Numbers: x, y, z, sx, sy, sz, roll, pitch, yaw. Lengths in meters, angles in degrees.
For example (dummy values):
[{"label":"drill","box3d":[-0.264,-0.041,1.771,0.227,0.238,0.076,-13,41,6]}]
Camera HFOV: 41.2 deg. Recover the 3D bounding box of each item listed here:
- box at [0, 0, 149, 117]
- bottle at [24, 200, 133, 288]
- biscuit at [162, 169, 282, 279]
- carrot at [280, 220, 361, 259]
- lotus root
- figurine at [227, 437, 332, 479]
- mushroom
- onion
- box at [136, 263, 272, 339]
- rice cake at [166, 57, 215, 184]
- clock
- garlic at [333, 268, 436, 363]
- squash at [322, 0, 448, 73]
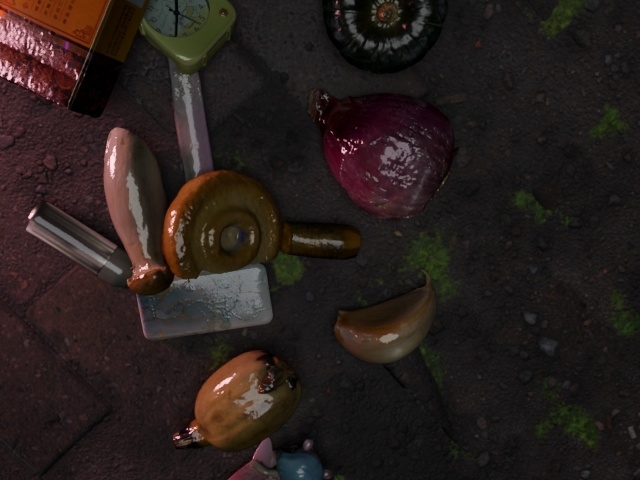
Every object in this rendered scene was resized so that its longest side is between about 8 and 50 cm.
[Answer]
[{"label":"box","box3d":[-0.476,-0.473,1.644,0.264,0.116,0.415,26,98,18]},{"label":"bottle","box3d":[-0.496,0.006,1.800,0.254,0.079,0.096,34,73,-8]},{"label":"biscuit","box3d":[-0.199,-0.037,1.742,0.274,0.091,0.213,-19,105,-34]},{"label":"carrot","box3d":[0.000,0.000,1.828,0.173,0.082,0.082,2,100,-7]},{"label":"lotus root","box3d":[-0.184,0.365,1.840,0.310,0.183,0.183,-38,100,5]},{"label":"figurine","box3d":[-0.100,0.560,1.913,0.260,0.103,0.205,-25,99,11]},{"label":"mushroom","box3d":[-0.375,-0.060,1.753,0.128,0.128,0.350,-11,86,-2]},{"label":"onion","box3d":[0.119,-0.196,1.762,0.349,0.159,0.267,28,94,-9]},{"label":"box","box3d":[-0.252,0.131,1.856,0.285,0.044,0.142,-8,105,-2]},{"label":"rice cake","box3d":[-0.263,-0.210,1.781,0.070,0.064,0.399,-10,101,-9]},{"label":"clock","box3d":[-0.297,-0.458,1.708,0.232,0.069,0.170,38,73,3]},{"label":"garlic","box3d":[0.153,0.180,1.859,0.245,0.145,0.164,-25,70,-1]},{"label":"squash","box3d":[0.127,-0.463,1.708,0.252,0.165,0.252,0,102,-2]}]
